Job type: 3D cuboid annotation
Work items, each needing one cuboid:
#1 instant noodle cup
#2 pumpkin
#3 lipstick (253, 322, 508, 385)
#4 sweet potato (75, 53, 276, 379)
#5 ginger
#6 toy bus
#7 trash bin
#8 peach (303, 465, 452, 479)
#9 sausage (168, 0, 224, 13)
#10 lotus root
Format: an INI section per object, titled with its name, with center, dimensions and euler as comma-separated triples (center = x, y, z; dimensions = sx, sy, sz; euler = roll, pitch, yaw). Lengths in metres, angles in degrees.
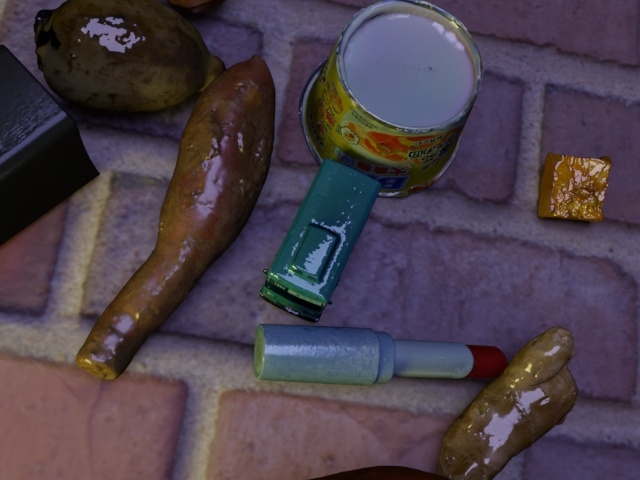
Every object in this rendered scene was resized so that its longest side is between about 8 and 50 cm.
[instant noodle cup]
center = 0.087, -0.167, 0.910
dimensions = 0.205, 0.153, 0.205
euler = 3, 73, -9
[pumpkin]
center = 0.300, -0.064, 0.963
dimensions = 0.074, 0.054, 0.083
euler = 8, 94, -3
[lipstick]
center = 0.068, 0.125, 0.867
dimensions = 0.274, 0.068, 0.061
euler = 5, 86, -14
[sweet potato]
center = -0.133, -0.024, 0.867
dimensions = 0.109, 0.109, 0.385
euler = 23, 78, -1
[ginger]
center = 0.208, 0.184, 0.866
dimensions = 0.081, 0.115, 0.205
euler = 43, 94, 23
[toy bus]
center = 0.000, 0.000, 0.879
dimensions = 0.079, 0.092, 0.160
euler = 26, 72, 1
[trash bin]
center = -0.353, -0.057, 0.809
dimensions = 0.115, 0.165, 0.225
euler = 45, 75, 5
[peach]
center = 0.045, 0.363, 0.672
dimensions = 0.343, 0.301, 0.342
euler = 3, 73, -9
[sausage]
center = -0.152, -0.379, 0.968
dimensions = 0.098, 0.098, 0.238
euler = -4, 73, -10
[lotus root]
center = -0.206, -0.207, 0.897
dimensions = 0.214, 0.138, 0.138
euler = 4, 73, -19
